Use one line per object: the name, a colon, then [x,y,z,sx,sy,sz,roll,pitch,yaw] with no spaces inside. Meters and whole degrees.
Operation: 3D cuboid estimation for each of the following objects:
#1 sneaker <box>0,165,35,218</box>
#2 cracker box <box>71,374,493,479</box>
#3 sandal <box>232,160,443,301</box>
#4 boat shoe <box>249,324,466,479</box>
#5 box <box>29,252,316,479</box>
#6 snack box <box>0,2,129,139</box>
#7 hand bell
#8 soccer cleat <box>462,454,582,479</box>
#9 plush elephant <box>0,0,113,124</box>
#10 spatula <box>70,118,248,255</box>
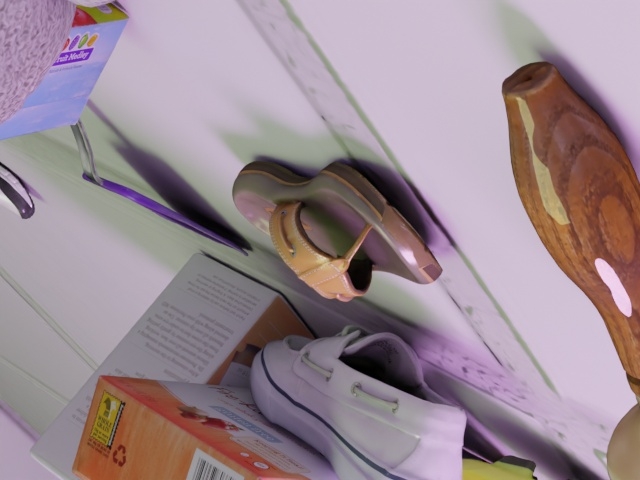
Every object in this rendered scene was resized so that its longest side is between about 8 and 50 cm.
sneaker: [-0.267,-0.047,1.510,0.109,0.044,0.040,36,164,6]
cracker box: [-0.006,0.141,1.158,0.232,0.067,0.156,10,-170,-44]
sandal: [0.000,0.000,0.937,0.072,0.049,0.180,45,165,-24]
boat shoe: [0.029,0.086,1.095,0.083,0.076,0.226,14,-169,-28]
box: [-0.075,0.120,1.263,0.091,0.170,0.130,25,161,45]
snack box: [-0.218,-0.125,0.894,0.207,0.070,0.174,35,-159,13]
hand bell: [0.117,0.039,0.702,0.126,0.126,0.242,19,144,55]
soccer cleat: [0.170,0.231,1.078,0.289,0.121,0.093,39,166,2]
plush elephant: [-0.190,-0.117,0.636,0.255,0.272,0.330,47,-160,27]
spatula: [-0.157,-0.081,1.131,0.296,0.030,0.084,46,167,-28]
